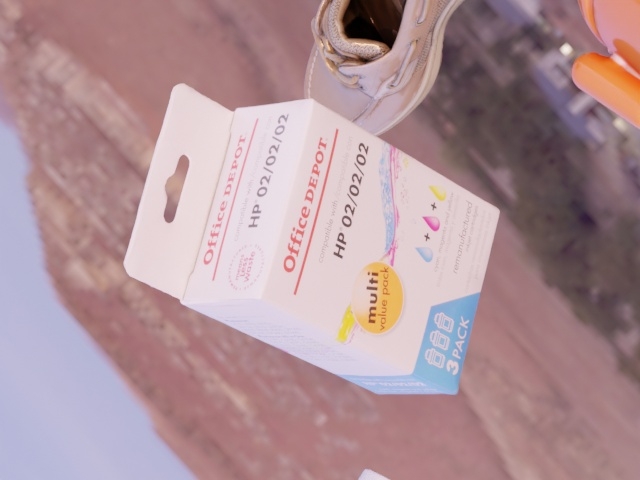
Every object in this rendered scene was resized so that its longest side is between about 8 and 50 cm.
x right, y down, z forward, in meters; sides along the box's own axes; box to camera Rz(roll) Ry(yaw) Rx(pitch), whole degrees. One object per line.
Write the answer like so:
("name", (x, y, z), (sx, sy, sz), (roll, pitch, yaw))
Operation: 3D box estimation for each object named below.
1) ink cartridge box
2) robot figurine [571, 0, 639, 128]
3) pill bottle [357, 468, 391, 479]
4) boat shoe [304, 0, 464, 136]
("ink cartridge box", (0.000, 0.000, 0.909), (0.181, 0.104, 0.061), (27, 160, -39))
("robot figurine", (0.249, -0.155, 1.216), (0.219, 0.128, 0.158), (-126, 42, -53))
("pill bottle", (0.014, 0.196, 0.920), (0.086, 0.152, 0.086), (29, 173, 4))
("boat shoe", (0.042, -0.191, 1.575), (0.121, 0.110, 0.341), (53, 147, 17))
